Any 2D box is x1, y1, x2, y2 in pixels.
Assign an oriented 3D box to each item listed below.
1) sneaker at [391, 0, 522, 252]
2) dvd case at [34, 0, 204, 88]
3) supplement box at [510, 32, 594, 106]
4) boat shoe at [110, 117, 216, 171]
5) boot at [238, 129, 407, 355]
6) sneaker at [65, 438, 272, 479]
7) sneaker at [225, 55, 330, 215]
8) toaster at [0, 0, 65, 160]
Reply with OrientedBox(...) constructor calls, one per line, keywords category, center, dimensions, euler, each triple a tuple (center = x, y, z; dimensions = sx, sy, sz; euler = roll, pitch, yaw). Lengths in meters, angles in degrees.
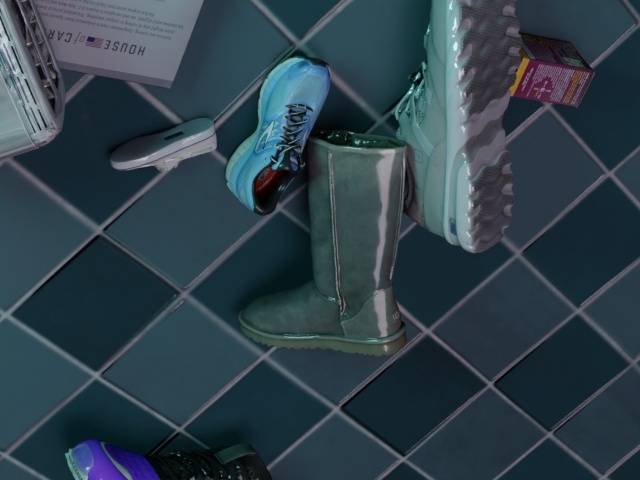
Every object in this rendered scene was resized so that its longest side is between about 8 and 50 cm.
OrientedBox(category="sneaker", center=(0.109, -0.129, 1.574), dimensions=(0.105, 0.115, 0.281), euler=(-21, 118, -49))
OrientedBox(category="dvd case", center=(-0.168, -0.245, 1.415), dimensions=(0.179, 0.030, 0.239), euler=(9, 121, -28))
OrientedBox(category="supplement box", center=(0.206, -0.162, 1.621), dimensions=(0.083, 0.055, 0.043), euler=(7, 123, -27))
OrientedBox(category="boat shoe", center=(-0.140, -0.078, 1.549), dimensions=(0.100, 0.035, 0.035), euler=(-22, 128, -15))
OrientedBox(category="boot", center=(0.000, -0.001, 1.629), dimensions=(0.189, 0.076, 0.209), euler=(2, 116, 21))
OrientedBox(category="sneaker", center=(-0.133, 0.252, 1.763), dimensions=(0.146, 0.102, 0.293), euler=(-42, 134, 5))
OrientedBox(category="sneaker", center=(-0.028, -0.091, 1.560), dimensions=(0.063, 0.073, 0.162), euler=(9, 120, -28))
OrientedBox(category="toaster", center=(-0.293, -0.140, 1.352), dimensions=(0.146, 0.129, 0.227), euler=(-14, 121, 5))
